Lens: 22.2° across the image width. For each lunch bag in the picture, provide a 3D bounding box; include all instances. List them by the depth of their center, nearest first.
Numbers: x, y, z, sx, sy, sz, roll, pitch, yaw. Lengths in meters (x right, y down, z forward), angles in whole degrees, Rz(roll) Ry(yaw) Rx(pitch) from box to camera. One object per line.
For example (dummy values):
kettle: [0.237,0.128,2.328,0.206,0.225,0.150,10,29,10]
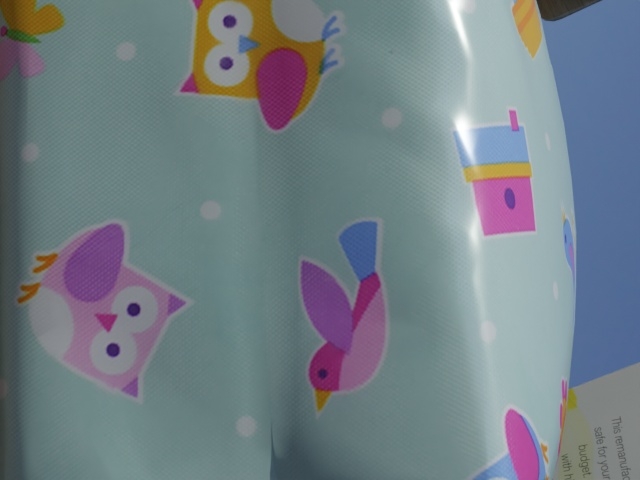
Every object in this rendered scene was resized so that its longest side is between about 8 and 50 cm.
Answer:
lunch bag: [0.000,0.000,0.511,0.262,0.160,0.223,42,44,-75]

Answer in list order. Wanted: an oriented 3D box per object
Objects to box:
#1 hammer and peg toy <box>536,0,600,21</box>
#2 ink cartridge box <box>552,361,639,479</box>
hammer and peg toy: [0.188,-0.355,1.042,0.266,0.361,0.127,-23,-175,18]
ink cartridge box: [0.214,0.268,1.271,0.385,0.160,0.279,-23,-143,19]
